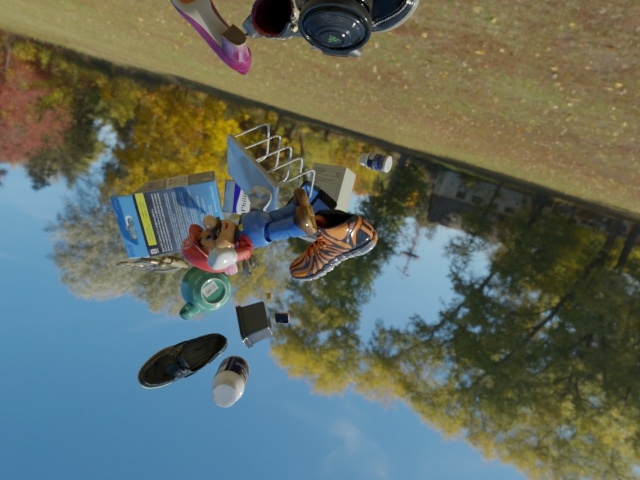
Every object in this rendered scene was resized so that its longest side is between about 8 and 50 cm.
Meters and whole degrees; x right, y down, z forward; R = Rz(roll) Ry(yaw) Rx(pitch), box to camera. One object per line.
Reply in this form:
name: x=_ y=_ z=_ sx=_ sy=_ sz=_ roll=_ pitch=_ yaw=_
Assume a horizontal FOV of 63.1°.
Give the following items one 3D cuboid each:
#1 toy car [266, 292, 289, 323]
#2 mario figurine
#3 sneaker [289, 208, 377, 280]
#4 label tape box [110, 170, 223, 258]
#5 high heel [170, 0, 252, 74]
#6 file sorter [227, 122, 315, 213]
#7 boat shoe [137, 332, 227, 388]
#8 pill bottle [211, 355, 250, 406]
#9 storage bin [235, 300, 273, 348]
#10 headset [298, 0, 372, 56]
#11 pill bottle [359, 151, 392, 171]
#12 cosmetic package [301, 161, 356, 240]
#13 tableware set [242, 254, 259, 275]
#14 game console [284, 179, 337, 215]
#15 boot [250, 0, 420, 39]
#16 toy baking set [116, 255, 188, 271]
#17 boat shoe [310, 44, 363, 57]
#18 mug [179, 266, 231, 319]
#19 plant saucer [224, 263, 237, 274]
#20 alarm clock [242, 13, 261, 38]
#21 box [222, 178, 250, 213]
toy car: x=-0.138 y=0.228 z=1.788 sx=0.060 sy=0.122 sz=0.040 roll=-22 pitch=174 yaw=31
mario figurine: x=-0.180 y=-0.036 z=1.207 sx=0.320 sy=0.170 sz=0.198 roll=-21 pitch=179 yaw=5
sneaker: x=0.000 y=0.000 z=1.602 sx=0.180 sy=0.321 sz=0.125 roll=41 pitch=-151 yaw=-37
label tape box: x=-0.519 y=-0.089 z=1.824 sx=0.347 sy=0.249 sz=0.115 roll=-10 pitch=-150 yaw=-7
high heel: x=-0.242 y=-0.463 z=1.128 sx=0.244 sy=0.082 sz=0.117 roll=39 pitch=163 yaw=7
file sorter: x=-0.174 y=-0.239 z=1.787 sx=0.173 sy=0.193 sz=0.278 roll=-30 pitch=-116 yaw=-27
boat shoe: x=-0.482 y=0.423 z=1.864 sx=0.340 sy=0.127 sz=0.113 roll=-16 pitch=171 yaw=-31
pill bottle: x=-0.261 y=0.407 z=1.504 sx=0.094 sy=0.094 sz=0.169 roll=16 pitch=-169 yaw=-3
storage bin: x=-0.204 y=0.264 z=1.650 sx=0.091 sy=0.098 sz=0.135 roll=-20 pitch=-133 yaw=2
headset: x=0.007 y=-0.460 z=0.899 sx=0.185 sy=0.244 sz=0.394 roll=6 pitch=-169 yaw=4
pill bottle: x=0.217 y=-0.312 z=2.061 sx=0.120 sy=0.067 sz=0.067 roll=16 pitch=-172 yaw=29
cosmetic package: x=0.020 y=-0.144 z=2.100 sx=0.160 sy=0.310 sz=0.113 roll=14 pitch=175 yaw=28
tableware set: x=-0.298 y=0.058 z=2.099 sx=0.020 sy=0.169 sz=0.141 roll=-18 pitch=174 yaw=-32
game console: x=-0.036 y=-0.115 z=1.822 sx=0.124 sy=0.144 sz=0.085 roll=43 pitch=-168 yaw=20
boot: x=0.029 y=-0.583 z=1.301 sx=0.284 sy=0.138 sz=0.377 roll=-21 pitch=-157 yaw=-38
toy baking set: x=-0.530 y=0.073 z=1.668 sx=0.196 sy=0.030 sz=0.256 roll=-2 pitch=170 yaw=14
boat shoe: x=0.013 y=-0.717 z=1.767 sx=0.130 sy=0.132 sz=0.355 roll=-13 pitch=162 yaw=36
mug: x=-0.318 y=0.149 z=1.464 sx=0.129 sy=0.158 sz=0.097 roll=8 pitch=179 yaw=-32
plant saucer: x=-0.462 y=0.009 z=2.175 sx=0.084 sy=0.332 sz=0.332 roll=-30 pitch=-151 yaw=-16
alarm clock: x=-0.184 y=-0.655 z=1.581 sx=0.064 sy=0.192 sz=0.129 roll=55 pitch=-154 yaw=-13
box: x=-0.290 y=-0.163 z=1.970 sx=0.137 sy=0.126 sz=0.072 roll=-1 pitch=-169 yaw=-45
